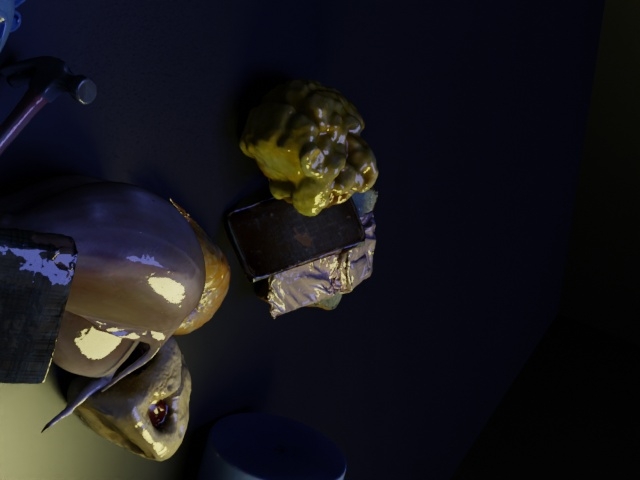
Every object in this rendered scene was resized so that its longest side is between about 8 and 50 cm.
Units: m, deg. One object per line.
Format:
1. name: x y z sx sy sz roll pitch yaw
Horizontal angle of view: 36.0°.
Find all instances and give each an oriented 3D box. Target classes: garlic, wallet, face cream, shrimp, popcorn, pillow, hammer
1. garlic: -0.245 0.065 1.167 0.246 0.231 0.340 -50 143 -37
2. wallet: -0.397 0.057 0.926 0.317 0.044 0.169 8 106 -35
3. wallet: -0.038 -0.018 1.575 0.232 0.122 0.031 -19 172 -31
4. face cream: -0.099 0.454 1.709 0.249 0.249 0.225 -11 119 -60
5. shrimp: -0.209 0.047 1.418 0.152 0.063 0.287 -48 151 -14
6. popcorn: -0.004 -0.145 1.495 0.200 0.203 0.226 -51 158 -20
7. pillow: 0.009 0.042 1.656 0.248 0.049 0.135 -19 125 -37
8. hammer: -0.355 -0.073 1.015 0.288 0.111 0.033 -54 148 -10

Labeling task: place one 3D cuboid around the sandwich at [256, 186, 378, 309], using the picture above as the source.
1. sandwich: 0.001 0.000 1.739 0.226 0.087 0.251 10 100 -64

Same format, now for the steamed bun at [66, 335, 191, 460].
1. steamed bun: -0.247 0.204 1.371 0.155 0.140 0.172 -60 149 -25

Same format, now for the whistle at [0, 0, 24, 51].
1. whistle: -0.334 -0.247 0.933 0.180 0.093 0.269 14 91 -70
